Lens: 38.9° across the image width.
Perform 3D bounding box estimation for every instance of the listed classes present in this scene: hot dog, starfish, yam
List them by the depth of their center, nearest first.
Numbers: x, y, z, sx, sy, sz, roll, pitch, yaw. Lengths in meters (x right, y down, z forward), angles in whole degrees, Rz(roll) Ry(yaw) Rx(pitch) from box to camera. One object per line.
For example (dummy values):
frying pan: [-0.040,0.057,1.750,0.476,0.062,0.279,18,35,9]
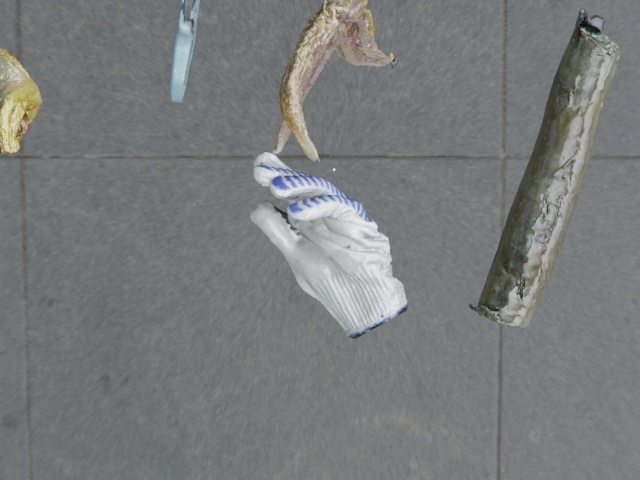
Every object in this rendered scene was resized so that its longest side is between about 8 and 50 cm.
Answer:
yam: [0.093,-0.028,0.366,0.027,0.033,0.130,23,102,35]
hot dog: [-0.367,-0.170,1.087,0.061,0.078,0.169,-1,58,-29]
starfish: [0.047,-0.300,1.421,0.132,0.384,0.398,31,73,10]

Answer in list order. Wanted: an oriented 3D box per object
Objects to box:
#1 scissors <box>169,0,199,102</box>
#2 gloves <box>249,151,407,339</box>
scissors: [-0.142,-0.263,1.004,0.029,0.360,0.191,8,90,-12]
gloves: [0.004,0.000,0.964,0.119,0.097,0.229,-32,101,30]
